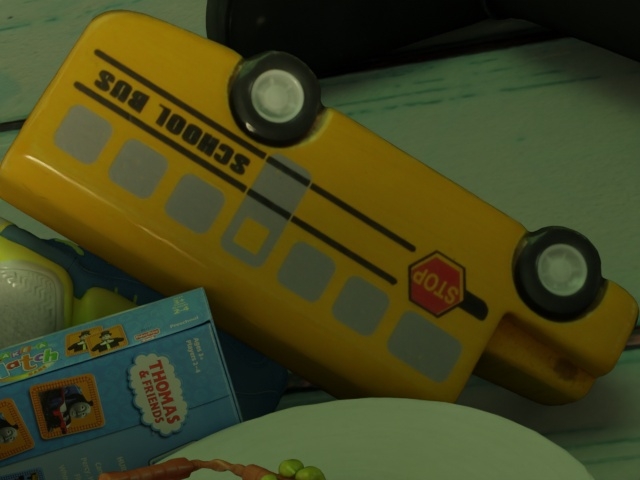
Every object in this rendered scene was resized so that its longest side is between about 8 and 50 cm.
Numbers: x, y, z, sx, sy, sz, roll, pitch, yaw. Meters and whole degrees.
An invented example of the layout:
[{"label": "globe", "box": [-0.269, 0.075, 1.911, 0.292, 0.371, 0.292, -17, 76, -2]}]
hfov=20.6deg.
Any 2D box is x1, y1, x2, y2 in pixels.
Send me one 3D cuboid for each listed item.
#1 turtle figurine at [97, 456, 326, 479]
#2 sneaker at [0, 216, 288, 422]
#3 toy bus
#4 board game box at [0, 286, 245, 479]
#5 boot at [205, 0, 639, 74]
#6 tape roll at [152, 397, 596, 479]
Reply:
[{"label": "turtle figurine", "box": [-0.007, 0.174, 0.664, 0.217, 0.087, 0.269, 5, 22, 13]}, {"label": "sneaker", "box": [-0.118, 0.043, 1.010, 0.091, 0.240, 0.126, -43, 7, 44]}, {"label": "toy bus", "box": [0.000, 0.000, 0.955, 0.130, 0.332, 0.108, -61, 8, -15]}, {"label": "board game box", "box": [-0.139, 0.127, 0.914, 0.211, 0.160, 0.039, -16, 31, -3]}, {"label": "boot", "box": [0.178, -0.170, 1.286, 0.367, 0.146, 0.445, -33, 40, -23]}, {"label": "tape roll", "box": [0.006, 0.196, 0.803, 0.286, 0.100, 0.286, -11, 32, 7]}]
